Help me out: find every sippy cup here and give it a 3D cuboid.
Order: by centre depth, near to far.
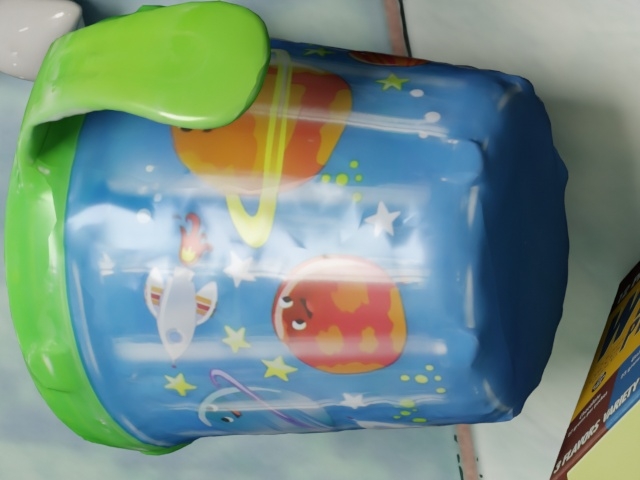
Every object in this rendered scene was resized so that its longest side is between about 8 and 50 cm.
[{"bbox_3d":[0.000,0.000,0.730,0.224,0.305,0.240,3,100,24],"label":"sippy cup"}]

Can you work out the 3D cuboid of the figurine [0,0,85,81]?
[{"bbox_3d":[-0.241,-0.141,0.813,0.209,0.092,0.215,-2,156,19],"label":"figurine"}]

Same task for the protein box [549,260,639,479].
[{"bbox_3d":[0.247,0.081,0.702,0.200,0.201,0.136,37,123,1],"label":"protein box"}]
